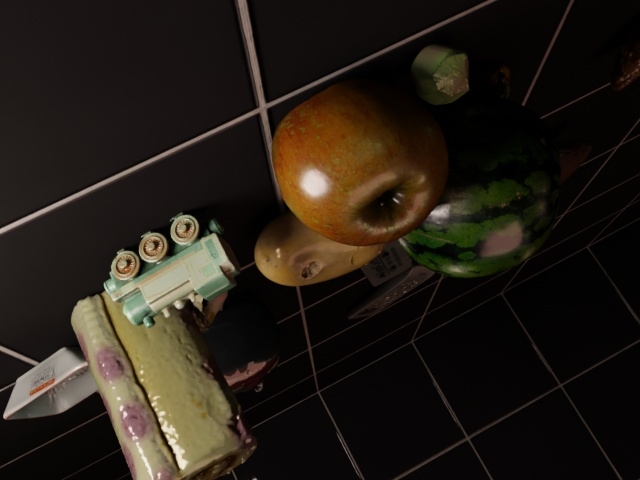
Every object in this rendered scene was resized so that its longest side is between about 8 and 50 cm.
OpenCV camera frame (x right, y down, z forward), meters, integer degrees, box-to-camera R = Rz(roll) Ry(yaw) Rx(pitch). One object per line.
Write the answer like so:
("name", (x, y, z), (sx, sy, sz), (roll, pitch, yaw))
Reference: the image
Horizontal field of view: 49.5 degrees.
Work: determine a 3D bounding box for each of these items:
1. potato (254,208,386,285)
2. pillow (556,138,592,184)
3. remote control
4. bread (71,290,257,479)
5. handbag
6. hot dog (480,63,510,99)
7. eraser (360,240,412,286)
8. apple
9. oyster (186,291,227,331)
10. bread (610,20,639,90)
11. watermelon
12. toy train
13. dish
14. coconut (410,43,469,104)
("potato", (0.000, 0.000, 1.185), (0.233, 0.146, 0.151), (-13, 114, -9))
("pillow", (0.419, -0.106, 1.578), (0.307, 0.109, 0.305), (-20, 164, -20))
("remote control", (0.197, 0.138, 1.977), (0.109, 0.055, 0.313), (-5, 154, -40))
("bread", (-0.251, 0.223, 1.088), (0.187, 0.338, 0.155), (-21, 153, -24))
("handbag", (-0.204, 0.244, 1.458), (0.254, 0.181, 0.181), (-21, 158, -15))
("hot dog", (0.288, -0.239, 1.135), (0.056, 0.041, 0.133), (-29, 162, -1))
("eraser", (0.134, 0.027, 1.544), (0.111, 0.077, 0.352), (-31, 162, 3))
("apple", (0.049, -0.106, 0.925), (0.236, 0.208, 0.237), (-20, 141, -17))
("oyster", (-0.203, 0.084, 1.193), (0.071, 0.133, 0.209), (10, 167, 1))
("bread", (0.591, -0.362, 1.208), (0.233, 0.076, 0.105), (-44, 170, 19))
("watermelon", (0.238, -0.079, 1.096), (0.285, 0.285, 0.285), (-26, 161, -10))
("toy train", (-0.217, 0.047, 1.007), (0.193, 0.125, 0.081), (-31, 158, 2))
("dish", (-0.447, 0.237, 1.254), (0.234, 0.064, 0.154), (-32, 161, 12))
("coconut", (0.163, -0.224, 0.939), (0.083, 0.081, 0.082), (-26, 120, -25))
